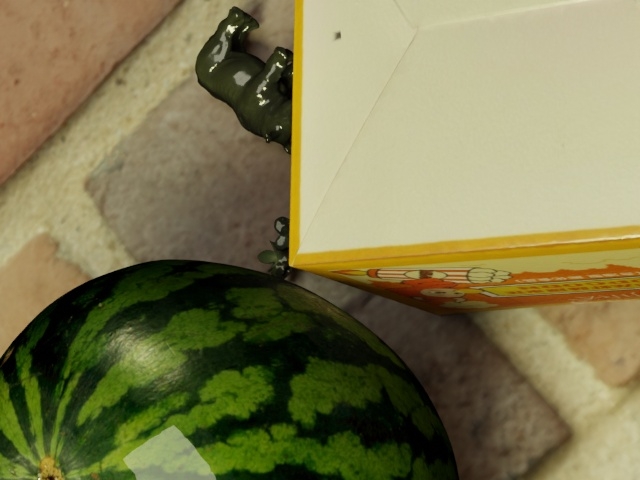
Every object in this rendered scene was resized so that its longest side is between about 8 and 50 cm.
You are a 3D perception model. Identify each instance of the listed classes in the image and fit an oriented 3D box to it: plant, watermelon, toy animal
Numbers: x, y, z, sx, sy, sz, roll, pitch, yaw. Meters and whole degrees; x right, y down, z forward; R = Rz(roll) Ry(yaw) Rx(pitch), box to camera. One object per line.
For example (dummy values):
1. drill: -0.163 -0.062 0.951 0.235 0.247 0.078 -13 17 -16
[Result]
1. plant: 0.000 0.000 1.011 0.102 0.051 0.051 -9 69 29
2. watermelon: -0.062 0.157 0.855 0.285 0.285 0.285 -8 70 22
3. toy animal: -0.037 -0.107 1.066 0.135 0.047 0.065 42 98 28

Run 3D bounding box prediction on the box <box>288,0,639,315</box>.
1. box: 0.152 -0.101 0.862 0.283 0.214 0.259 -5 79 31
